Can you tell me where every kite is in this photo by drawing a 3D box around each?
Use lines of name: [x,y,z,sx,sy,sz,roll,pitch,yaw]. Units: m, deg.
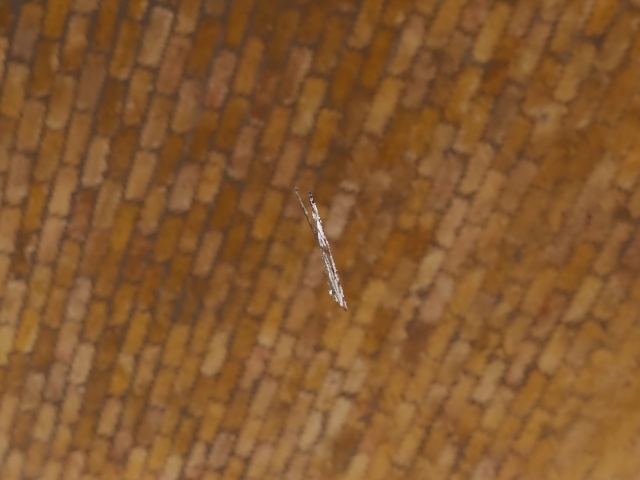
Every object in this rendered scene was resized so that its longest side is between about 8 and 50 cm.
kite: [-0.001,0.000,1.309,0.005,0.152,0.137,-19,-39,-7]
